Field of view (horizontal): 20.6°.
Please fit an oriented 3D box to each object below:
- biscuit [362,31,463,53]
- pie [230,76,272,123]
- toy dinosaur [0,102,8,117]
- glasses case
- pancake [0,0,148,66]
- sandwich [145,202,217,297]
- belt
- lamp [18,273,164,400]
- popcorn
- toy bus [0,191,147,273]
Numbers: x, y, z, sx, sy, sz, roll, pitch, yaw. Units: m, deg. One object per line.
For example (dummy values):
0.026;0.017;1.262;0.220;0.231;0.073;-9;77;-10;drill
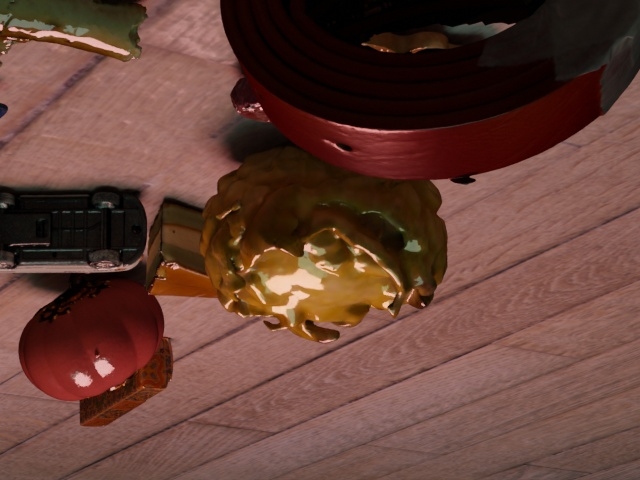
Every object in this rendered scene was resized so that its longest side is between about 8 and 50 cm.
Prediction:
0.060;-0.159;1.575;0.184;0.027;0.133;4;163;-7;biscuit
-0.007;-0.122;1.610;0.154;0.036;0.154;9;176;1;pie
-0.435;-0.098;1.648;0.188;0.075;0.247;12;151;-39;toy dinosaur
-0.271;0.197;2.439;0.049;0.075;0.218;7;158;-29;glasses case
-0.332;-0.164;1.498;0.376;0.054;0.197;-5;160;12;pancake
-0.106;0.015;1.954;0.163;0.079;0.113;4;160;-12;sandwich
0.094;-0.163;1.284;0.323;0.227;0.115;-4;162;10;belt
-0.277;0.109;2.099;0.182;0.140;0.182;-28;-165;8;lamp
0.000;0.000;1.775;0.250;0.190;0.250;5;163;1;popcorn
-0.282;-0.004;1.892;0.193;0.087;0.089;-1;166;-3;toy bus
